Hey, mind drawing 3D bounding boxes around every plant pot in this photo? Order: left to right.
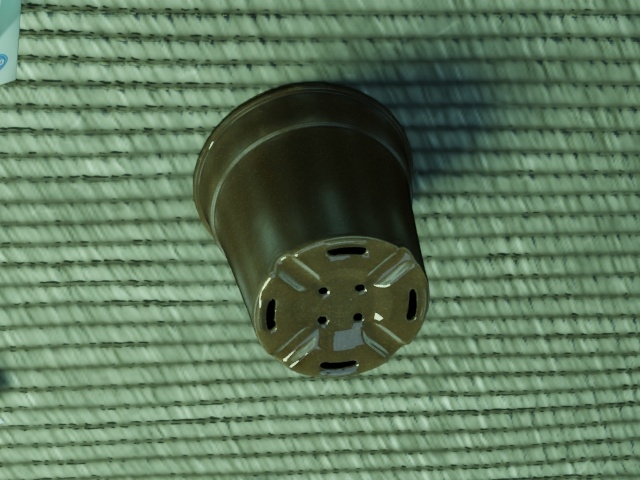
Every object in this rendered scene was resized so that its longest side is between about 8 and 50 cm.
[{"bbox_3d":[0.000,0.000,1.427,0.167,0.165,0.167,-5,126,-7],"label":"plant pot"}]

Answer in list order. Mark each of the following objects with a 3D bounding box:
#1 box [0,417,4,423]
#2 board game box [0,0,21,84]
[{"bbox_3d":[-0.346,0.140,1.531,0.178,0.042,0.109,-30,127,10],"label":"box"},{"bbox_3d":[-0.294,-0.218,1.174,0.254,0.079,0.336,-22,139,-35],"label":"board game box"}]
